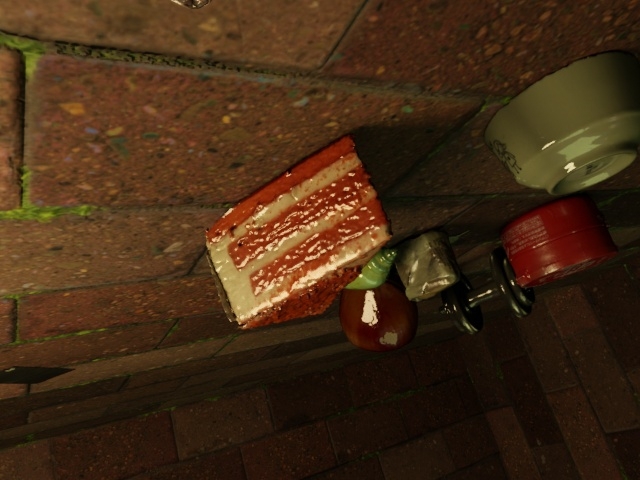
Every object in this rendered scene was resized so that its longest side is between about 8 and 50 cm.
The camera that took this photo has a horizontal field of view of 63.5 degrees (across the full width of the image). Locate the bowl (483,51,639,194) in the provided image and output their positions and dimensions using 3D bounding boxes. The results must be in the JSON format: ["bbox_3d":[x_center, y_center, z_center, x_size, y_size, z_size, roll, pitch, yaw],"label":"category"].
[{"bbox_3d":[0.336,-0.134,0.686,0.211,0.112,0.211,-14,161,-5],"label":"bowl"}]

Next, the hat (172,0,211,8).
[{"bbox_3d":[-0.088,-0.183,0.302,0.058,0.042,0.087,-24,126,20],"label":"hat"}]

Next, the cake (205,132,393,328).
[{"bbox_3d":[0.000,0.000,0.689,0.262,0.158,0.159,-30,162,28],"label":"cake"}]

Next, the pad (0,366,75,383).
[{"bbox_3d":[-0.665,0.306,1.168,0.116,0.004,0.193,-20,161,9],"label":"pad"}]

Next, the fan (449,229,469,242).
[{"bbox_3d":[0.297,-0.005,1.155,0.083,0.004,0.056,-31,157,30],"label":"fan"}]

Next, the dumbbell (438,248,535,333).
[{"bbox_3d":[0.450,0.138,1.398,0.290,0.192,0.192,-29,158,31],"label":"dumbbell"}]

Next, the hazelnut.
[{"bbox_3d":[0.137,0.156,1.215,0.208,0.208,0.208,-16,161,-6],"label":"hazelnut"}]

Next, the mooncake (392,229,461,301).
[{"bbox_3d":[0.221,0.051,1.061,0.073,0.125,0.130,-4,160,-47],"label":"mooncake"}]

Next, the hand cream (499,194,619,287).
[{"bbox_3d":[0.537,0.006,1.183,0.230,0.149,0.230,-18,162,-6],"label":"hand cream"}]

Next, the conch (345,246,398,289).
[{"bbox_3d":[0.083,0.057,1.037,0.094,0.080,0.200,-19,-177,-37],"label":"conch"}]
